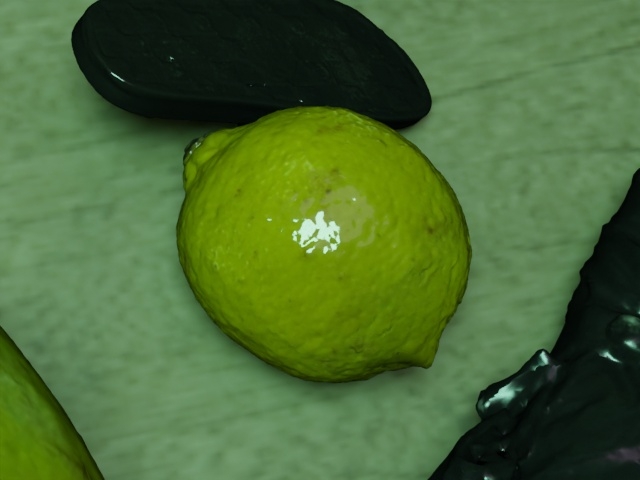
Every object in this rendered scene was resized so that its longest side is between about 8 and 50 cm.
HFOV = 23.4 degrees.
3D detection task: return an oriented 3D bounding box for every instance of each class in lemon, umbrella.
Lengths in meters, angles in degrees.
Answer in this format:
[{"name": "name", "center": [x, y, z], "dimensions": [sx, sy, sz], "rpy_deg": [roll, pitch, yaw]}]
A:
[{"name": "lemon", "center": [0.000, 0.000, 0.623], "dimensions": [0.133, 0.109, 0.109], "rpy_deg": [41, 65, 2]}, {"name": "umbrella", "center": [0.128, 0.059, 0.641], "dimensions": [0.113, 0.106, 0.358], "rpy_deg": [31, 65, 2]}]

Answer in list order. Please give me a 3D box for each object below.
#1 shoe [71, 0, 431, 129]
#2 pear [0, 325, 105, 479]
[{"name": "shoe", "center": [-0.034, -0.068, 0.669], "dimensions": [0.179, 0.049, 0.071], "rpy_deg": [-2, 59, -40]}, {"name": "pear", "center": [-0.217, 0.089, 0.457], "dimensions": [0.321, 0.269, 0.269], "rpy_deg": [7, 68, 6]}]
